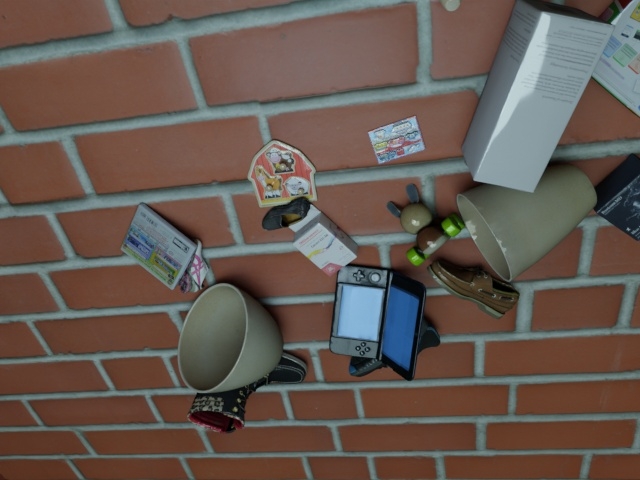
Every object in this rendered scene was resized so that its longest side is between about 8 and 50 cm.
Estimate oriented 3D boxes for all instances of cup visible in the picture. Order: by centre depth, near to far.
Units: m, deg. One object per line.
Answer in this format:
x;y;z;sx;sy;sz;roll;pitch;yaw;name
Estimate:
-0.258;0.326;1.537;0.331;0.331;0.237;-35;140;25;cup

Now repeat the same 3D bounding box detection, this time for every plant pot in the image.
0.531;-0.071;1.220;0.274;0.256;0.256;-28;118;6;plant pot

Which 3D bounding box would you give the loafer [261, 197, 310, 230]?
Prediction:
-0.106;-0.063;1.373;0.170;0.061;0.062;-26;124;34;loafer

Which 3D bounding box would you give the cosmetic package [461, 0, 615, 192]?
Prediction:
0.453;-0.317;1.073;0.155;0.197;0.366;10;126;-2;cosmetic package

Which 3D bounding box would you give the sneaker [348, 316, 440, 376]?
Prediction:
0.238;0.374;1.601;0.139;0.125;0.341;40;120;-21;sneaker

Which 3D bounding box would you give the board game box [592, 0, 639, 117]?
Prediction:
0.737;-0.453;1.029;0.242;0.064;0.316;32;121;-15;board game box

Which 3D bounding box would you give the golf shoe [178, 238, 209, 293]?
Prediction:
-0.390;0.076;1.513;0.086;0.067;0.186;-6;122;-40;golf shoe

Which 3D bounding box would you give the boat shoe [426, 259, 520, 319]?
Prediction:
0.453;0.120;1.427;0.307;0.111;0.104;27;119;-23;boat shoe

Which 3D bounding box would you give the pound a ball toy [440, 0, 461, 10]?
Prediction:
0.322;-0.641;0.929;0.319;0.136;0.208;-33;140;24;pound a ball toy

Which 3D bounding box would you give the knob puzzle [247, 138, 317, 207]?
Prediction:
-0.108;-0.180;1.322;0.213;0.030;0.213;3;124;4;knob puzzle

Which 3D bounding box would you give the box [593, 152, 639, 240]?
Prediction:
0.805;-0.108;1.237;0.158;0.093;0.156;30;122;-12;box

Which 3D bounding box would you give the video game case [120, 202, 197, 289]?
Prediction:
-0.492;0.021;1.465;0.212;0.023;0.193;38;121;3;video game case

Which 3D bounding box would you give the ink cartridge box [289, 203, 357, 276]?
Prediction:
0.000;0.000;1.409;0.198;0.067;0.115;41;119;-20;ink cartridge box

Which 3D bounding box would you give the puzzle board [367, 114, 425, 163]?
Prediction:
0.197;-0.257;1.250;0.128;0.011;0.096;-16;121;15;puzzle board

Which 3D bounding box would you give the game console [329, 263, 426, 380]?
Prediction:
0.159;0.236;1.430;0.250;0.173;0.293;6;99;2;game console

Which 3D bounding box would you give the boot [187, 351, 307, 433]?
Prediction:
-0.246;0.506;1.641;0.377;0.284;0.138;10;124;0;boot

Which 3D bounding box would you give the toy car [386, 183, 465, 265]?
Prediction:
0.273;-0.055;1.333;0.155;0.149;0.188;-43;81;24;toy car
